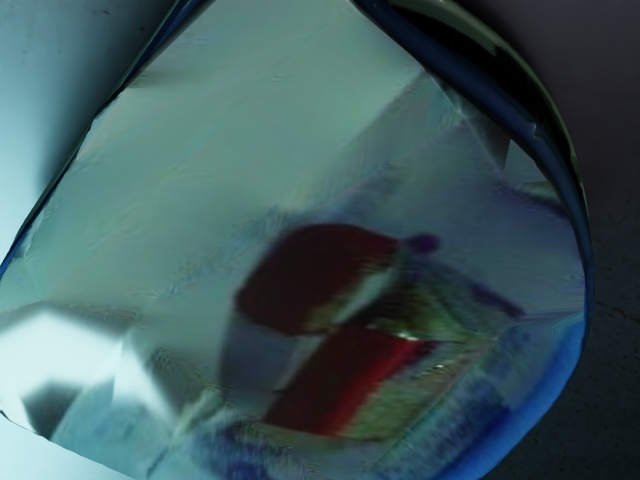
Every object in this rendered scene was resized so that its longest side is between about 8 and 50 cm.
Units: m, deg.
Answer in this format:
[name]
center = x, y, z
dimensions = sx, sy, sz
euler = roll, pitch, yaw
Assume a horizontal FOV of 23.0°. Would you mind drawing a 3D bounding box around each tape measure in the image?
[tape measure]
center = -0.002, -0.002, 0.741
dimensions = 0.262, 0.138, 0.259
euler = 31, 116, -19
